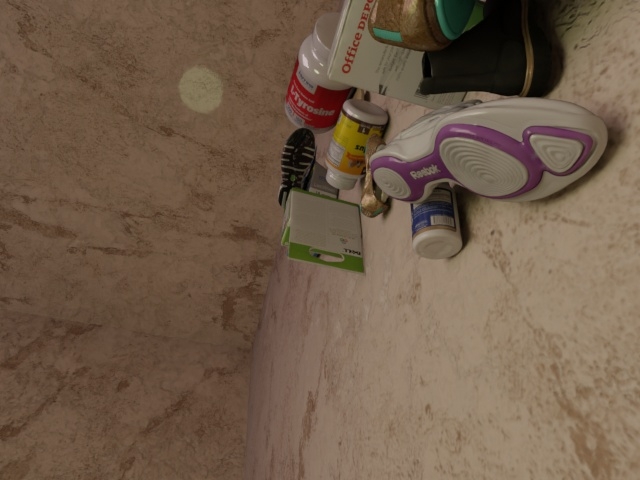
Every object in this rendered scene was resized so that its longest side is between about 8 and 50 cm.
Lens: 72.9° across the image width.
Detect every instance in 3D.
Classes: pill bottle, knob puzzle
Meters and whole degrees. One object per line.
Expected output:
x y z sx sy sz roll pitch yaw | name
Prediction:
0.083 -0.240 1.109 0.117 0.117 0.215 -92 18 -52 | pill bottle
0.112 -0.386 1.357 0.213 0.030 0.213 -168 90 -80 | knob puzzle
0.162 -0.039 0.618 0.067 0.067 0.120 118 161 -55 | pill bottle
0.016 -0.579 1.533 0.408 0.229 0.229 127 153 -66 | pill bottle

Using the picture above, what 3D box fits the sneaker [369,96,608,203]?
0.178 -0.124 0.501 0.152 0.114 0.305 -45 22 -16 | sneaker

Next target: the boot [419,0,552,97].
0.184 -0.249 0.527 0.077 0.137 0.198 83 -171 -49 | boot

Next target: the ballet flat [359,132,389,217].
0.133 -0.147 0.940 0.067 0.073 0.206 -14 63 47 | ballet flat

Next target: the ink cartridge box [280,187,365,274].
0.000 0.000 1.070 0.255 0.188 0.097 -90 17 -46 | ink cartridge box

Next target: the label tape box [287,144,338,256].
-0.020 -0.124 1.526 0.240 0.105 0.334 124 158 -62 | label tape box

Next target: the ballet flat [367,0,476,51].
0.159 -0.344 0.523 0.124 0.116 0.342 13 61 41 | ballet flat

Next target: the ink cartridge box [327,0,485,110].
0.133 -0.307 0.663 0.093 0.219 0.160 -92 18 -51 | ink cartridge box

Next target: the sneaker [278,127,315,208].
-0.092 -0.258 1.519 0.162 0.106 0.281 -98 24 -73 | sneaker
